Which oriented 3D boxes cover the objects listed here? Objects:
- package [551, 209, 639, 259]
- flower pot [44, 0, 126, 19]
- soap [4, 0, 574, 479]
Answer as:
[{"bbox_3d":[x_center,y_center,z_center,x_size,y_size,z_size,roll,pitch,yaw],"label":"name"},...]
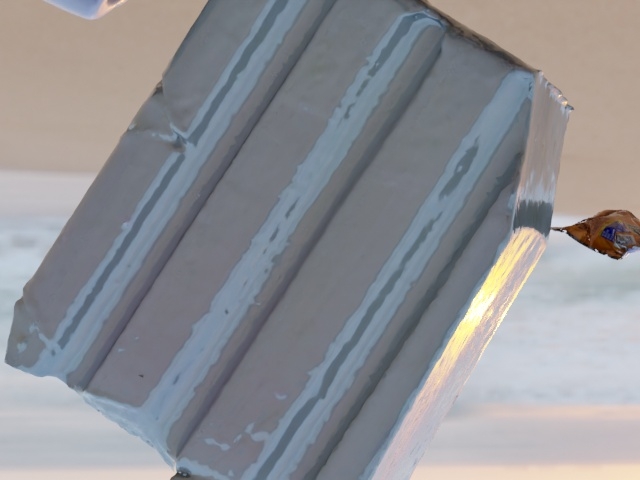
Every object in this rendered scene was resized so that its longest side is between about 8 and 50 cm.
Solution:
[{"bbox_3d":[0.260,-0.009,1.305,0.077,0.033,0.111,-30,-151,-13],"label":"package"},{"bbox_3d":[-0.236,-0.338,1.285,0.243,0.265,0.265,40,164,-5],"label":"flower pot"},{"bbox_3d":[0.000,0.000,1.202,0.350,0.435,0.213,32,-176,23],"label":"soap"}]
